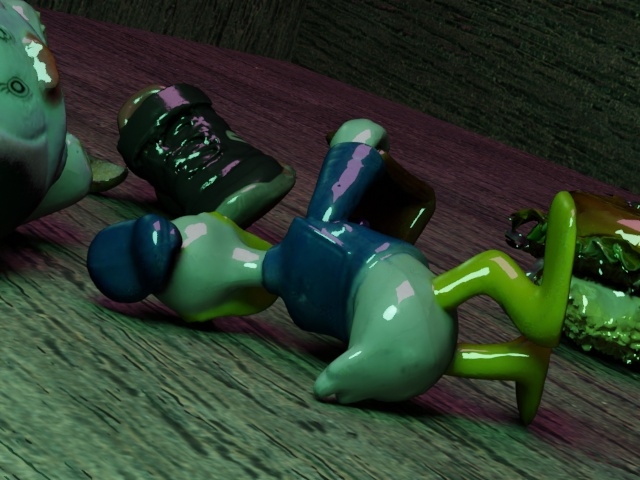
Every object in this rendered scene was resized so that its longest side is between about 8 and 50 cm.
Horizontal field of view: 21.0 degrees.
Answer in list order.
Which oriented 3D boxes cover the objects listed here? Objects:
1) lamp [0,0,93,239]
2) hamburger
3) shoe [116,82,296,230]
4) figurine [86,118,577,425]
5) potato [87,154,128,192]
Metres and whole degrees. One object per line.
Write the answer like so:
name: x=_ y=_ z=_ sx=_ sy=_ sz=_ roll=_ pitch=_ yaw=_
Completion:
lamp: x=-0.304 y=-0.088 z=1.292 sx=0.247 sy=0.247 sz=0.301 roll=-15 pitch=2 yaw=1
hamburger: x=0.296 y=0.041 z=1.613 sx=0.243 sy=0.139 sz=0.261 roll=13 pitch=10 yaw=-25
shoe: x=-0.118 y=-0.085 z=1.633 sx=0.137 sy=0.114 sz=0.291 roll=55 pitch=-9 yaw=-25
figurine: x=0.000 y=0.000 z=1.261 sx=0.338 sy=0.204 sz=0.283 roll=3 pitch=36 yaw=-1
potato: x=-0.234 y=-0.063 z=1.709 sx=0.093 sy=0.036 sz=0.037 roll=20 pitch=54 yaw=26
